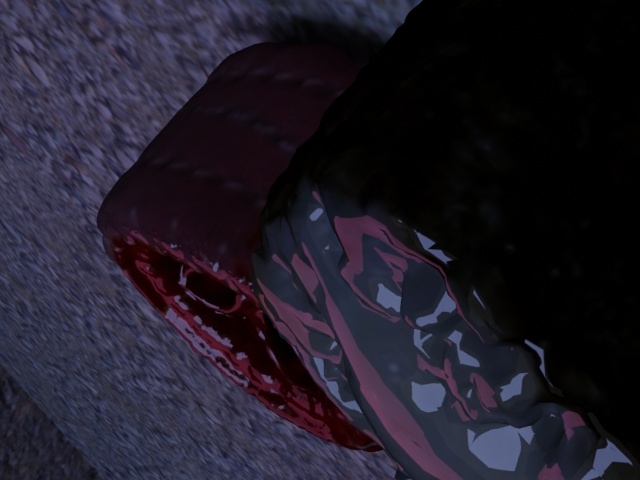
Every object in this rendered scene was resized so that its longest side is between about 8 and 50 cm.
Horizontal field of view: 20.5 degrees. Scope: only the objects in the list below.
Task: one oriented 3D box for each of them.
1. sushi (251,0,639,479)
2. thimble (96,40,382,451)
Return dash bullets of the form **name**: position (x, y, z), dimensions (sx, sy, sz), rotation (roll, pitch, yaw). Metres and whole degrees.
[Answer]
- **sushi**: position (0.123, 0.045, 0.498), dimensions (0.343, 0.182, 0.196), rotation (48, 156, 2)
- **thimble**: position (-0.001, 0.002, 0.793), dimensions (0.163, 0.125, 0.189), rotation (51, 162, -30)
